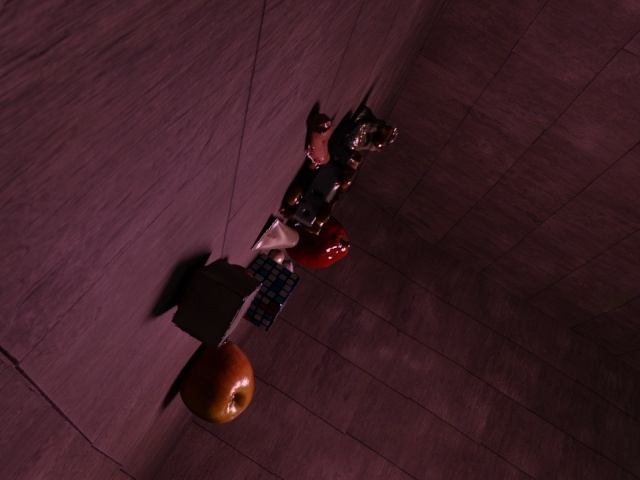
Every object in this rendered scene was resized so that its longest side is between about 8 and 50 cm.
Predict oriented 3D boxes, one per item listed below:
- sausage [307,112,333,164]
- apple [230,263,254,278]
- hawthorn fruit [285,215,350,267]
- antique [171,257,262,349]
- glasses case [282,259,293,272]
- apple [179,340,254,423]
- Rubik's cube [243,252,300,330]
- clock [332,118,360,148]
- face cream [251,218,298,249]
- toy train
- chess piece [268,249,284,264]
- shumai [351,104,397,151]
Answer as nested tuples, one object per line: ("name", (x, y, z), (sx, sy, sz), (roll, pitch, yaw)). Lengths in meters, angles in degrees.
("sausage", (-0.002, -0.294, 1.418), (0.078, 0.078, 0.304), (-58, 176, -11))
("apple", (-0.246, 0.143, 1.344), (0.154, 0.119, 0.153), (-59, 178, -4))
("hawthorn fruit", (0.000, 0.000, 2.105), (0.265, 0.307, 0.266), (-32, 128, -51))
("antique", (-0.240, 0.137, 1.098), (0.147, 0.147, 0.152), (-58, 178, 12))
("glasses case", (-0.186, 0.154, 2.270), (0.327, 0.076, 0.125), (172, -75, -75))
("apple", (-0.380, 0.546, 1.833), (0.302, 0.301, 0.301), (-58, 177, -5))
("Rubik's cube", (-0.214, 0.196, 1.818), (0.184, 0.187, 0.182), (-52, 174, -51))
("clock", (0.057, -0.343, 1.958), (0.325, 0.067, 0.325), (-58, 177, -5))
("face cream", (-0.156, -0.016, 1.753), (0.137, 0.084, 0.341), (-49, 171, 6))
("toy train", (0.009, -0.211, 1.696), (0.369, 0.163, 0.232), (-59, -174, 9))
("chess piece", (-0.208, 0.116, 2.095), (0.171, 0.094, 0.094), (-64, 174, 31))
("shumai", (0.219, -0.465, 2.153), (0.222, 0.203, 0.272), (-58, -179, 7))
